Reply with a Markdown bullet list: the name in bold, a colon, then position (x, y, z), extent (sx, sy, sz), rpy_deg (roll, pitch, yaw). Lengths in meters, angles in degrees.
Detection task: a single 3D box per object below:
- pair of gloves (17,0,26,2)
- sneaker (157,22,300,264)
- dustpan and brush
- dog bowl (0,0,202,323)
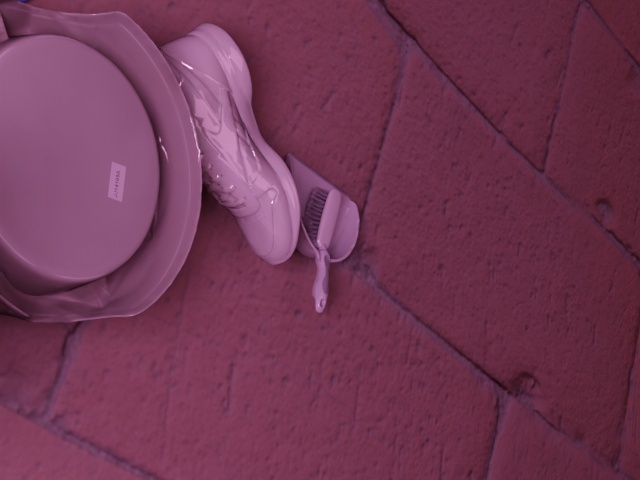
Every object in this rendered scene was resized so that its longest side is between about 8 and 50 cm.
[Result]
- **pair of gloves**: position (-0.384, -0.298, 1.384), extent (0.159, 0.023, 0.198), rpy_deg (-45, 118, -44)
- **sneaker**: position (-0.130, -0.100, 1.600), extent (0.152, 0.114, 0.305), rpy_deg (-30, 102, -33)
- **dustpan and brush**: position (0.000, 0.000, 1.747), extent (0.147, 0.060, 0.211), rpy_deg (34, 59, -41)
- **dog bowl**: position (-0.276, -0.078, 1.335), extent (0.348, 0.102, 0.349), rpy_deg (11, 75, -50)
